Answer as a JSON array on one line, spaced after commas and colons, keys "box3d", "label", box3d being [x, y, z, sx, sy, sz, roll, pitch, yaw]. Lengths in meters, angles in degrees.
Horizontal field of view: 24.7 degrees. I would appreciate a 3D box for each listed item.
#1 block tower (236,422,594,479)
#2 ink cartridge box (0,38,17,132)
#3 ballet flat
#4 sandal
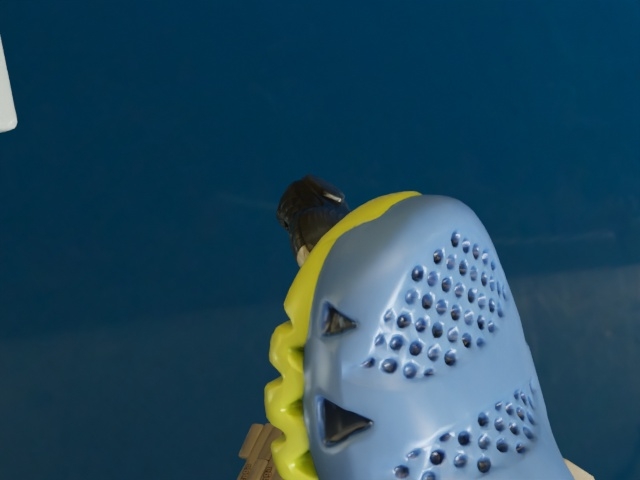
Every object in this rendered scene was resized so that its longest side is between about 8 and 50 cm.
[{"box3d": [0.048, 0.187, 0.990, 0.335, 0.091, 0.097, -8, -130, 60], "label": "block tower"}, {"box3d": [-0.285, -0.188, 0.820, 0.060, 0.239, 0.275, -10, -88, 22], "label": "ink cartridge box"}, {"box3d": [0.000, 0.000, 1.009, 0.049, 0.057, 0.173, -62, -168, 15], "label": "ballet flat"}, {"box3d": [0.079, 0.129, 0.563, 0.126, 0.317, 0.138, -31, -158, -37], "label": "sandal"}]
